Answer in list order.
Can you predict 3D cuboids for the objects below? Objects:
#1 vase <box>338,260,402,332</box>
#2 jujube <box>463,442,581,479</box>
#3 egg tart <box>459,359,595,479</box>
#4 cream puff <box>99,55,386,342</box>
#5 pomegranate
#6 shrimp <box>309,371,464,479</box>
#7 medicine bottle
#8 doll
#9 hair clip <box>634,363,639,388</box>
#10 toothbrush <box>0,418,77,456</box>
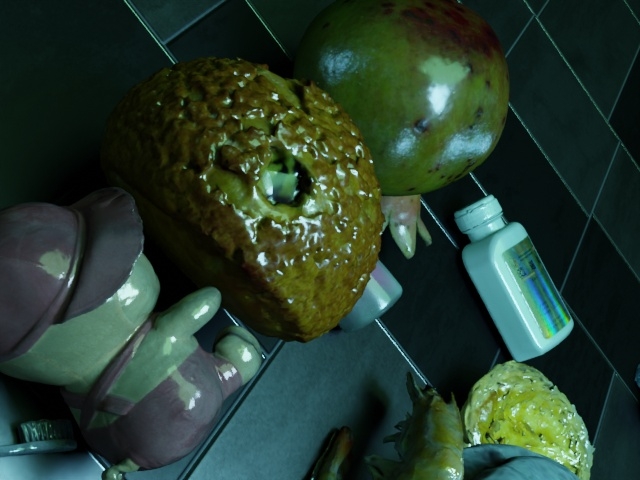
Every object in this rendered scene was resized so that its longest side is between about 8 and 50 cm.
[{"bbox_3d":[0.000,0.000,1.140,0.214,0.086,0.086,53,40,-5],"label":"vase"},{"bbox_3d":[0.217,0.370,1.050,0.246,0.215,0.308,-30,100,-33],"label":"jujube"},{"bbox_3d":[0.247,0.272,1.242,0.252,0.098,0.231,17,63,-37],"label":"egg tart"},{"bbox_3d":[-0.065,-0.052,0.922,0.303,0.303,0.212,46,78,-20],"label":"cream puff"},{"bbox_3d":[0.085,-0.161,1.229,0.291,0.323,0.290,10,44,-10],"label":"pomegranate"},{"bbox_3d":[0.069,0.227,1.036,0.253,0.173,0.058,-89,162,-69],"label":"shrimp"},{"bbox_3d":[0.269,0.048,1.399,0.121,0.083,0.229,-28,89,-48],"label":"medicine bottle"},{"bbox_3d":[-0.185,0.069,0.811,0.256,0.196,0.152,46,1,-20],"label":"doll"},{"bbox_3d":[0.643,0.255,1.596,0.310,0.206,0.194,-24,82,-46],"label":"hair clip"},{"bbox_3d":[-0.324,0.155,0.737,0.321,0.023,0.031,7,57,-47],"label":"toothbrush"}]
